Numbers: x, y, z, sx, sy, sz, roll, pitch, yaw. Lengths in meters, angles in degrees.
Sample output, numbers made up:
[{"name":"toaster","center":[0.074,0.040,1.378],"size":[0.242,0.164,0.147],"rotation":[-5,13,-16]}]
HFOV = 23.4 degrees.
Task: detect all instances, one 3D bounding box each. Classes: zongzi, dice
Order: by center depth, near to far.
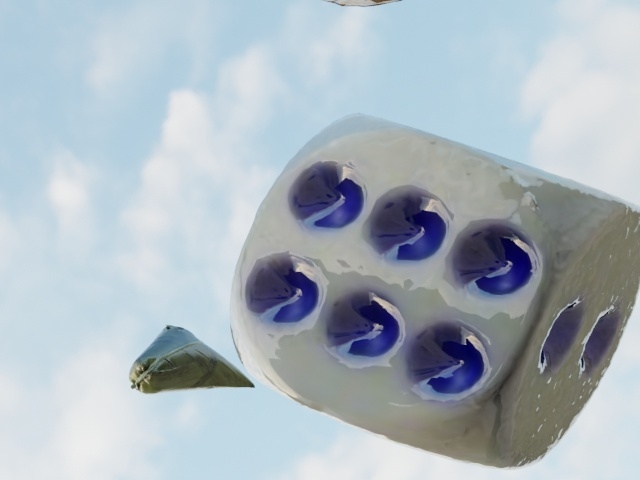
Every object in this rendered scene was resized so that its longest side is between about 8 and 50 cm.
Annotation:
[{"name":"dice","center":[0.099,0.038,1.269],"size":[0.251,0.259,0.243],"rotation":[11,-78,-64]},{"name":"zongzi","center":[-0.129,0.140,1.560],"size":[0.052,0.113,0.104],"rotation":[-59,-3,29]}]

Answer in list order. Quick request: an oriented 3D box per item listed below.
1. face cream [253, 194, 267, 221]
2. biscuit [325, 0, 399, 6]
[{"name":"face cream","center":[0.000,0.000,1.465],"size":[0.117,0.104,0.117],"rotation":[-20,-53,-30]},{"name":"biscuit","center":[0.019,-0.223,0.476],"size":[0.334,0.081,0.289],"rotation":[-17,-80,-6]}]
